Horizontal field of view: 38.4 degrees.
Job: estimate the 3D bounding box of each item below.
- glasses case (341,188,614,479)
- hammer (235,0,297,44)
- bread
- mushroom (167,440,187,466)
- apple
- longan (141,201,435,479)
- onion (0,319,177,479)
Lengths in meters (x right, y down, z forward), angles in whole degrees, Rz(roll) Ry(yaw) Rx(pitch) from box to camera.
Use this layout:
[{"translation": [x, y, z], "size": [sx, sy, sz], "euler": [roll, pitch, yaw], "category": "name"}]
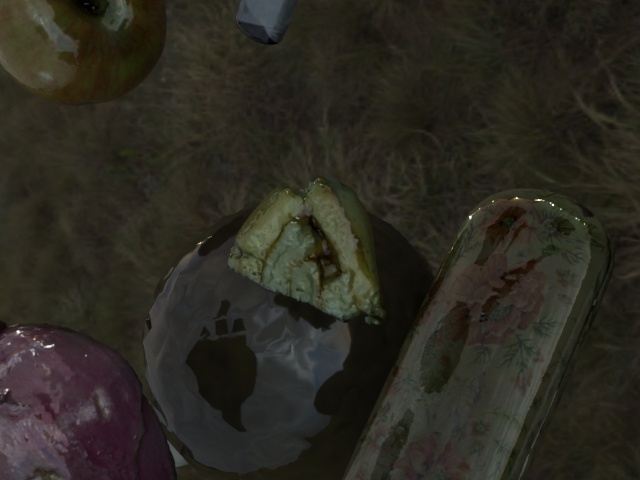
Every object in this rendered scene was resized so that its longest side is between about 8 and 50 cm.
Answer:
[{"translation": [0.144, 0.145, 0.882], "size": [0.156, 0.098, 0.425], "euler": [18, 76, 36], "category": "glasses case"}, {"translation": [0.021, -0.319, 0.599], "size": [0.152, 0.044, 0.427], "euler": [38, 127, 11], "category": "hammer"}, {"translation": [0.006, 0.000, 0.833], "size": [0.103, 0.156, 0.110], "euler": [-110, 42, -79], "category": "bread"}, {"translation": [-0.187, 0.220, 1.324], "size": [0.116, 0.093, 0.225], "euler": [-75, -13, -65], "category": "mushroom"}, {"translation": [-0.362, -0.323, 1.353], "size": [0.264, 0.264, 0.264], "euler": [-1, 89, 56], "category": "apple"}, {"translation": [-0.028, 0.126, 1.153], "size": [0.391, 0.391, 0.391], "euler": [-1, 89, 56], "category": "longan"}, {"translation": [-0.253, 0.242, 0.829], "size": [0.267, 0.159, 0.348], "euler": [-17, 114, 35], "category": "onion"}]
